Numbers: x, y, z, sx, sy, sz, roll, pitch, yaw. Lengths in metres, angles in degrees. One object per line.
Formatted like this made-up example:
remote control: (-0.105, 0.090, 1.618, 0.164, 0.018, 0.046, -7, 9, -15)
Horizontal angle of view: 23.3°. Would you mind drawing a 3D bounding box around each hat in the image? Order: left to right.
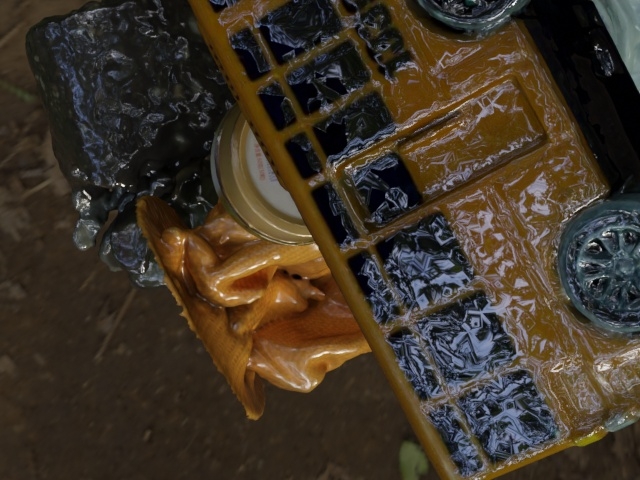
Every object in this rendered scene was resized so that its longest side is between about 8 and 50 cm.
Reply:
hat: (0.000, 0.000, 1.303, 0.233, 0.233, 0.244, -27, 129, 4)

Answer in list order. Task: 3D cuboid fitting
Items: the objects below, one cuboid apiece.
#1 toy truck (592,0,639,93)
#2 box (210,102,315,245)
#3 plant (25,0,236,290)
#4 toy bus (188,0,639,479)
toy truck: (0.187, -0.055, 0.597, 0.184, 0.133, 0.338, -31, 102, 20)
box: (-0.016, -0.049, 0.980, 0.105, 0.037, 0.106, 4, 81, -24)
plant: (-0.155, -0.100, 1.440, 0.199, 0.188, 0.276, -24, 107, -15)
toy bus: (0.043, -0.037, 0.473, 0.114, 0.098, 0.201, -28, 91, 26)
